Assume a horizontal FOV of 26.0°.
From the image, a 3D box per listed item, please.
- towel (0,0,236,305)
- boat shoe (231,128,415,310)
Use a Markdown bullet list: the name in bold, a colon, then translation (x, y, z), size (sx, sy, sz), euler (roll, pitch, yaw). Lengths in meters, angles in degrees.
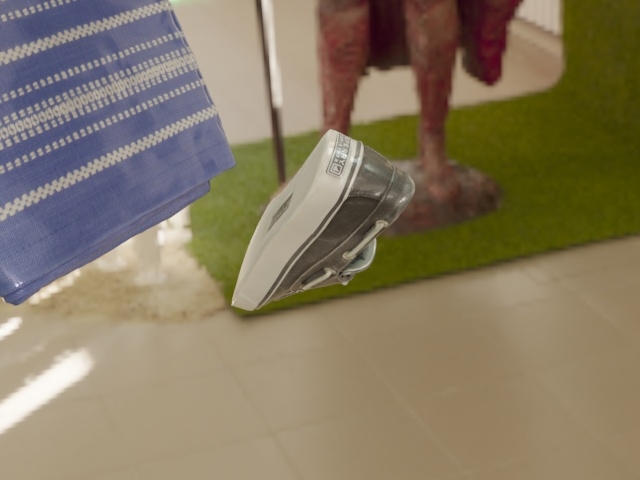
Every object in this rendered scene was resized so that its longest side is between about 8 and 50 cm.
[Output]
- **towel**: translation (-0.175, -0.151, 0.775), size (0.040, 0.336, 0.243), euler (-19, 10, 30)
- **boat shoe**: translation (0.000, 0.000, 1.288), size (0.102, 0.301, 0.108), euler (24, 58, -10)
